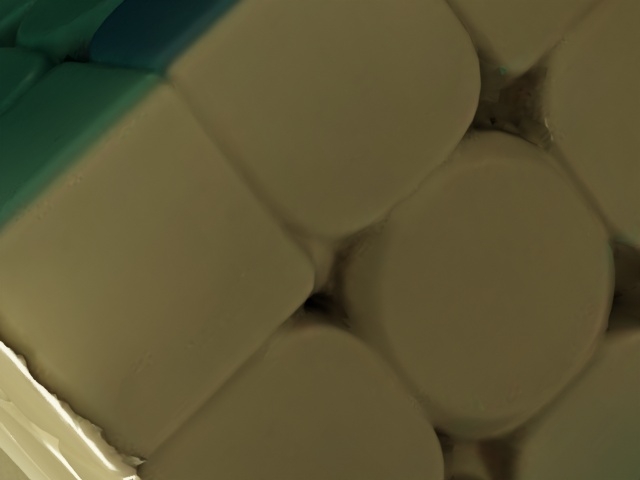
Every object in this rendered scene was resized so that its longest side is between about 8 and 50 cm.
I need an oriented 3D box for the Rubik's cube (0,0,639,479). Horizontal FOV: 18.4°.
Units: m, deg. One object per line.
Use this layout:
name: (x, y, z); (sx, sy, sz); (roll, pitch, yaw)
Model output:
Rubik's cube: (0.000, 0.000, 0.807); (0.291, 0.290, 0.291); (52, 164, -22)
